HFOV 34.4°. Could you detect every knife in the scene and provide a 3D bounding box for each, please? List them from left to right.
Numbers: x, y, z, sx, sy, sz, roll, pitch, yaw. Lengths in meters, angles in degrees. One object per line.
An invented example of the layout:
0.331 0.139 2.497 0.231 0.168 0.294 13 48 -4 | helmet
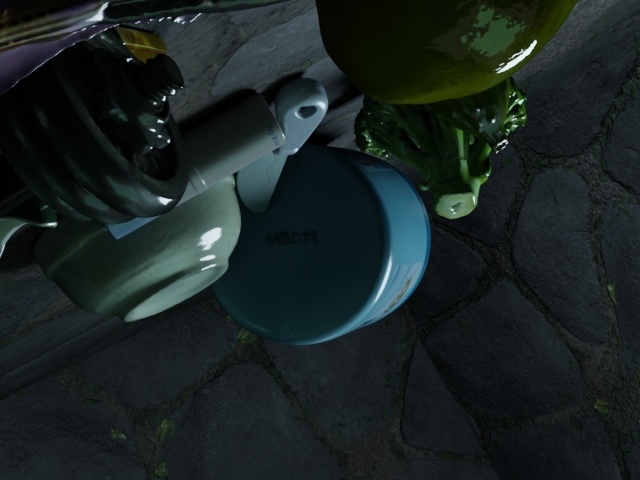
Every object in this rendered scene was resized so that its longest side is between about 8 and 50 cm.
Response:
-0.072 -0.119 1.470 0.080 0.044 0.331 -4 153 -23 | knife

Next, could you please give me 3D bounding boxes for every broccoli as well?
0.176 -0.164 1.585 0.254 0.269 0.269 13 147 -37 | broccoli

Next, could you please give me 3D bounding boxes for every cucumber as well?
0.123 -0.198 1.059 0.134 0.244 0.134 -32 -179 1 | cucumber

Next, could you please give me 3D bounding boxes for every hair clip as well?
-0.161 -0.156 0.662 0.358 0.096 0.110 -24 172 -38 | hair clip

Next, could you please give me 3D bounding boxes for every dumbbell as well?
-0.276 -0.027 0.819 0.406 0.179 0.179 -30 175 16 | dumbbell

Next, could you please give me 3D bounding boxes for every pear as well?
0.108 -0.228 0.834 0.269 0.212 0.212 -51 165 26 | pear

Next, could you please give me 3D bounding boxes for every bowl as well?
-0.243 0.007 1.488 0.307 0.163 0.307 -28 172 -4 | bowl

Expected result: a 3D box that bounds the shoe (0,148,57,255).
-0.368 0.002 0.979 0.265 0.110 0.095 -34 175 11 | shoe

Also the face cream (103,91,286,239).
-0.168 -0.095 1.309 0.250 0.077 0.077 -30 175 -4 | face cream

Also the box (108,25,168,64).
-0.218 -0.138 0.925 0.156 0.022 0.089 -32 176 20 | box

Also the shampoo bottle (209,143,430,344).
0.000 0.000 1.773 0.331 0.331 0.342 -31 173 14 | shampoo bottle
